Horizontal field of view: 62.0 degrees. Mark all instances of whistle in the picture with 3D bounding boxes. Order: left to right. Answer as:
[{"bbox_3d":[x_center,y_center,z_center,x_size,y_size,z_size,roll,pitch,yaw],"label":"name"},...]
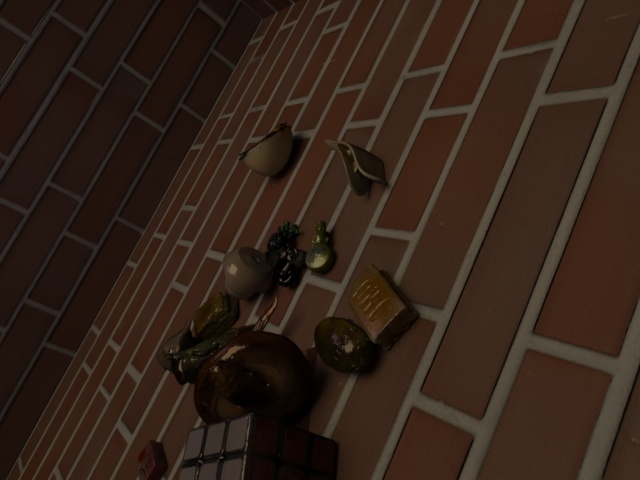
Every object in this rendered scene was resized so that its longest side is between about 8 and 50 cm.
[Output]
[{"bbox_3d":[0.001,0.023,1.874,0.104,0.057,0.198,-12,58,25],"label":"whistle"}]

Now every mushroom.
[{"bbox_3d":[-0.192,0.418,1.560,0.345,0.345,0.239,-34,29,32],"label":"mushroom"}]

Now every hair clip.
[{"bbox_3d":[0.137,-0.272,1.877,0.113,0.173,0.281,-45,43,32],"label":"hair clip"}]

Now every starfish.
[{"bbox_3d":[-0.225,0.419,1.798,0.384,0.132,0.397,-36,41,25],"label":"starfish"}]

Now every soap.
[{"bbox_3d":[0.167,0.183,1.521,0.140,0.073,0.232,-49,33,11],"label":"soap"}]

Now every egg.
[{"bbox_3d":[-0.221,-0.404,2.455,0.264,0.174,0.286,-24,19,45],"label":"egg"}]

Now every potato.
[{"bbox_3d":[0.056,0.297,1.528,0.251,0.113,0.149,18,100,52],"label":"potato"}]

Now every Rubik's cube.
[{"bbox_3d":[-0.172,0.645,1.364,0.301,0.305,0.303,-27,42,38],"label":"Rubik's cube"}]

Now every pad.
[{"bbox_3d":[-0.094,0.489,1.667,0.202,0.005,0.299,-25,44,39],"label":"pad"}]

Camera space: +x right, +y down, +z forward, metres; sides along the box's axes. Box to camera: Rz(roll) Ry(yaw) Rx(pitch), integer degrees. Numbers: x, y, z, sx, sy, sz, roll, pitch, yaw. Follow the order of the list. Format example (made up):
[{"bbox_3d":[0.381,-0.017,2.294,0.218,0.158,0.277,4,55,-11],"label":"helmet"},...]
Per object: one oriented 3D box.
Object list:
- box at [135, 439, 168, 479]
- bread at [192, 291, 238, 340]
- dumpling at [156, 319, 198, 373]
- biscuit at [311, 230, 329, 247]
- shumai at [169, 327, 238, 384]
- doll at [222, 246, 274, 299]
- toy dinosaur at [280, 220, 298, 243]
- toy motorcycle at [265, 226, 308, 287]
[{"bbox_3d":[-0.648,0.856,2.037,0.111,0.060,0.156,-58,32,2],"label":"box"},{"bbox_3d":[-0.428,0.307,2.174,0.196,0.102,0.138,-43,38,18],"label":"bread"},{"bbox_3d":[-0.560,0.449,2.182,0.204,0.163,0.293,-43,-7,-34],"label":"dumpling"},{"bbox_3d":[0.000,0.000,1.941,0.084,0.023,0.083,-33,40,33],"label":"biscuit"},{"bbox_3d":[-0.412,0.421,1.967,0.222,0.204,0.271,16,72,55],"label":"shumai"},{"bbox_3d":[-0.298,0.145,2.064,0.221,0.221,0.251,-46,8,17],"label":"doll"},{"bbox_3d":[-0.125,-0.020,2.102,0.132,0.059,0.096,-29,50,49],"label":"toy dinosaur"},{"bbox_3d":[-0.127,0.046,1.990,0.159,0.106,0.270,-46,41,23],"label":"toy motorcycle"}]
